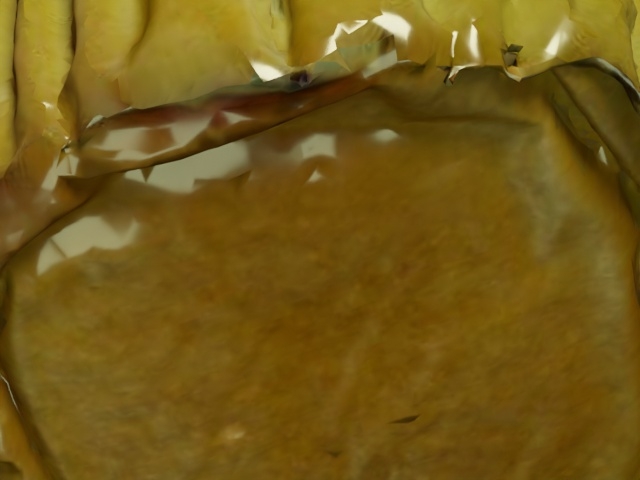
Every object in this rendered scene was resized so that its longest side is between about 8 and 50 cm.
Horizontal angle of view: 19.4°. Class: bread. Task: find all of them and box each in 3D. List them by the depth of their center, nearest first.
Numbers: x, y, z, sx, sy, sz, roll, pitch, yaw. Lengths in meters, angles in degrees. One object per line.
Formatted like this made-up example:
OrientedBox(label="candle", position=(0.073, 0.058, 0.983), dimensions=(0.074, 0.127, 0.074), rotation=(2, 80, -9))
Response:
OrientedBox(label="bread", position=(0.000, 0.000, 0.513), dimensions=(0.227, 0.142, 0.253), rotation=(-9, 134, 1))
